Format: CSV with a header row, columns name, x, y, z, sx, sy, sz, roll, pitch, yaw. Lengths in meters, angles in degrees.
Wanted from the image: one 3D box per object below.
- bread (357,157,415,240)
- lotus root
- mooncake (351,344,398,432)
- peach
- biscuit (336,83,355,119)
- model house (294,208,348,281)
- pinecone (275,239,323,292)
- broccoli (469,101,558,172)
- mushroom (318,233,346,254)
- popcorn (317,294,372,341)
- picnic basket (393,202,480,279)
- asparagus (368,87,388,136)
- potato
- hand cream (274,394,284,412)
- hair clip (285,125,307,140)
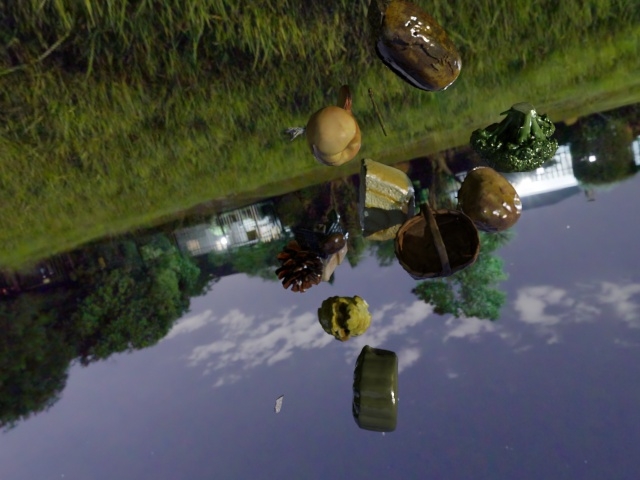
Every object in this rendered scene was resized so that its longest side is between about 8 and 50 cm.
name,x,y,z,sx,sy,sz,roll,pitch,yaw
bread,0.316,-0.204,1.997,0.263,0.395,0.239,1,-133,2
lotus root,0.303,-0.628,1.358,0.397,0.179,0.195,23,161,-32
mooncake,0.225,0.601,1.729,0.187,0.352,0.351,1,-168,7
peach,0.036,-0.324,1.295,0.184,0.184,0.184,-15,-171,2
biscuit,0.103,-0.503,1.673,0.036,0.192,0.186,-14,168,-10
model house,0.002,0.001,2.147,0.243,0.284,0.298,17,-134,13
pinecone,-0.094,0.123,1.871,0.203,0.228,0.201,-60,-172,42
broccoli,0.880,-0.449,1.904,0.413,0.321,0.310,-12,162,-10
mushroom,0.048,0.011,1.797,0.127,0.087,0.127,-23,161,-9
popcorn,0.106,0.382,2.071,0.250,0.235,0.241,-17,148,29
picnic basket,0.449,-0.003,1.653,0.337,0.293,0.337,-13,158,-5
asparagus,0.265,-0.587,1.939,0.024,0.249,0.025,-28,-144,4
potato,0.729,-0.135,1.767,0.288,0.301,0.237,-12,-149,-15
hand cream,-0.137,0.527,1.359,0.030,0.093,0.019,-24,-129,-37
hair clip,-0.062,-0.557,2.104,0.218,0.071,0.159,-26,-173,-31
